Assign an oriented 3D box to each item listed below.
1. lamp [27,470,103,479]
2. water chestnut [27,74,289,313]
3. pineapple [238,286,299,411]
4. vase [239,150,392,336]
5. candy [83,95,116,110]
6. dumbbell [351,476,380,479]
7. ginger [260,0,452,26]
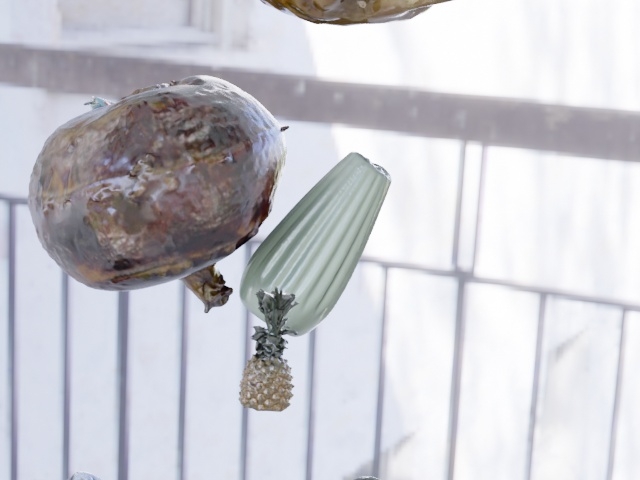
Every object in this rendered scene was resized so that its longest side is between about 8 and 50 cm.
[{"bbox_3d":[-0.346,0.411,1.807,0.246,0.247,0.247,3,12,-1],"label":"lamp"},{"bbox_3d":[-0.189,-0.046,1.825,0.350,0.302,0.350,-19,12,4],"label":"water chestnut"},{"bbox_3d":[-0.051,0.103,1.388,0.058,0.124,0.058,2,6,0],"label":"pineapple"},{"bbox_3d":[0.000,0.000,1.850,0.128,0.248,0.128,33,8,-6],"label":"vase"},{"bbox_3d":[-0.331,-0.208,2.215,0.030,0.020,0.083,-35,-25,23],"label":"candy"},{"bbox_3d":[0.056,0.382,1.959,0.081,0.082,0.254,4,13,6],"label":"dumbbell"},{"bbox_3d":[0.041,-0.333,1.519,0.269,0.200,0.223,-8,32,-9],"label":"ginger"}]
